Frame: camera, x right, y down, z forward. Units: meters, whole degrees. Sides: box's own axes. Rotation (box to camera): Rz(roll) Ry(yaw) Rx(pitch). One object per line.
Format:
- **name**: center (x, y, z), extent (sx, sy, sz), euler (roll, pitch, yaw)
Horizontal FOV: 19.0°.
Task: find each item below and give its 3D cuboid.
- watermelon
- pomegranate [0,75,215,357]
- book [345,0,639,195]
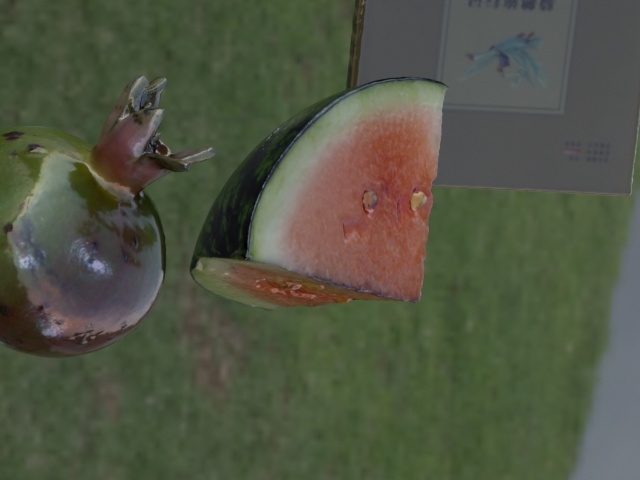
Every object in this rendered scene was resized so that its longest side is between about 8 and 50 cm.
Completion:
- **watermelon**: center (-0.013, -0.016, 1.158), extent (0.193, 0.145, 0.137), euler (-38, 112, -35)
- **pomegranate**: center (-0.124, -0.009, 0.990), extent (0.129, 0.159, 0.129), euler (63, -1, 1)
- **book**: center (0.131, -0.185, 1.331), extent (0.021, 0.217, 0.310), euler (-125, -141, -71)
